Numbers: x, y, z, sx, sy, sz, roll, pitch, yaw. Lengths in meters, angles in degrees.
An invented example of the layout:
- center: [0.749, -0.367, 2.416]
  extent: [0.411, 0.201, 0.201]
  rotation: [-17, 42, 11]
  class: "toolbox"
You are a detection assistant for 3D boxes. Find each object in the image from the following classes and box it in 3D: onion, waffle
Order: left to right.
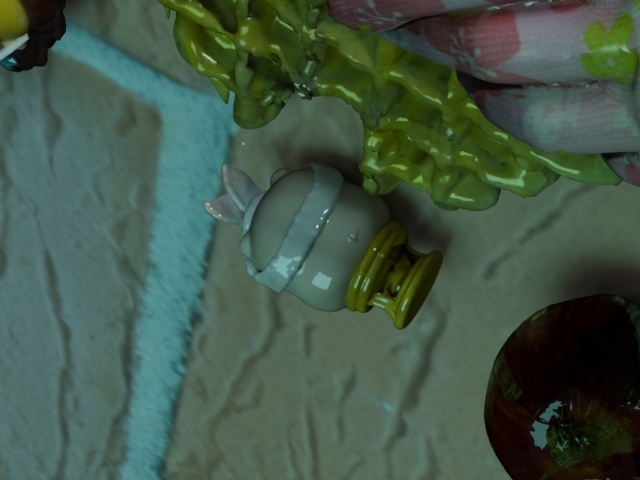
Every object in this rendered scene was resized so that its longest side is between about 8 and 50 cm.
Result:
- center: [0.019, -0.110, 0.897]
  extent: [0.250, 0.056, 0.261]
  rotation: [-1, 131, 47]
  class: "waffle"
- center: [0.136, 0.087, 0.969]
  extent: [0.118, 0.118, 0.117]
  rotation: [-35, 81, 54]
  class: "onion"

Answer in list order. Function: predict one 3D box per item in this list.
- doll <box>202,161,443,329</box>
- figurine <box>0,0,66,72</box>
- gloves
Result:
- center: [0.000, 0.000, 1.037]
  extent: [0.127, 0.073, 0.084]
  rotation: [28, 175, 12]
  class: "doll"
- center: [-0.213, -0.127, 1.043]
  extent: [0.175, 0.116, 0.240]
  rotation: [51, 149, -13]
  class: "figurine"
- center: [0.122, -0.087, 0.736]
  extent: [0.241, 0.126, 0.145]
  rotation: [-4, 125, 4]
  class: "gloves"
